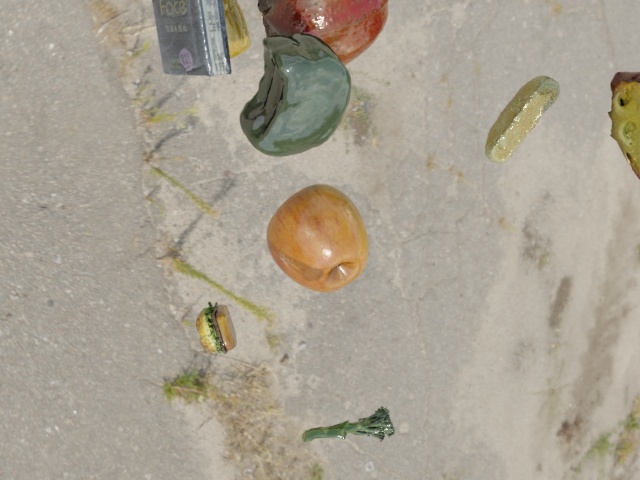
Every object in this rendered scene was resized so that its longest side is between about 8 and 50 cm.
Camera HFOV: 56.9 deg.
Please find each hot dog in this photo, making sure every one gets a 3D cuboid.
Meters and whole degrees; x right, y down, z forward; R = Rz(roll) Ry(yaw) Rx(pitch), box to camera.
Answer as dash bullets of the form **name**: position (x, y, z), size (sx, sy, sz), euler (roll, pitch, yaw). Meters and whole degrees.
- **hot dog**: position (0.498, -0.308, 1.489), size (0.084, 0.073, 0.243), euler (19, 117, -30)

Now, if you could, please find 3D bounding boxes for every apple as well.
- **apple**: position (0.000, 0.000, 1.708), size (0.299, 0.299, 0.275), euler (-19, 65, -34)

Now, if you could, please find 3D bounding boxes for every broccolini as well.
- **broccolini**: position (0.052, 0.378, 1.182), size (0.216, 0.058, 0.067), euler (1, 88, -32)

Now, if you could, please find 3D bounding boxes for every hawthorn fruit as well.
- **hawthorn fruit**: position (0.035, -0.449, 1.079), size (0.300, 0.254, 0.254), euler (-18, 109, -3)

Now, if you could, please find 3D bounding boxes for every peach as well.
- **peach**: position (0.805, -0.254, 1.297), size (0.201, 0.258, 0.362), euler (-33, 82, -12)

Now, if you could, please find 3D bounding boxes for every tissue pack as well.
- **tissue pack**: position (-0.176, -0.301, 0.788), size (0.051, 0.112, 0.156), euler (-25, 120, -42)

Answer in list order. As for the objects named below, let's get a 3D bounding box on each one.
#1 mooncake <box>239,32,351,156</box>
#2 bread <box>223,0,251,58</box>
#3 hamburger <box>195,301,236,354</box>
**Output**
- **mooncake**: position (-0.044, -0.207, 0.844), size (0.175, 0.104, 0.168), euler (-44, 153, 11)
- **bread**: position (-0.248, -0.531, 1.277), size (0.091, 0.141, 0.305), euler (-69, 153, -43)
- **hamburger**: position (-0.275, 0.224, 1.533), size (0.087, 0.166, 0.137), euler (-16, 96, -4)
